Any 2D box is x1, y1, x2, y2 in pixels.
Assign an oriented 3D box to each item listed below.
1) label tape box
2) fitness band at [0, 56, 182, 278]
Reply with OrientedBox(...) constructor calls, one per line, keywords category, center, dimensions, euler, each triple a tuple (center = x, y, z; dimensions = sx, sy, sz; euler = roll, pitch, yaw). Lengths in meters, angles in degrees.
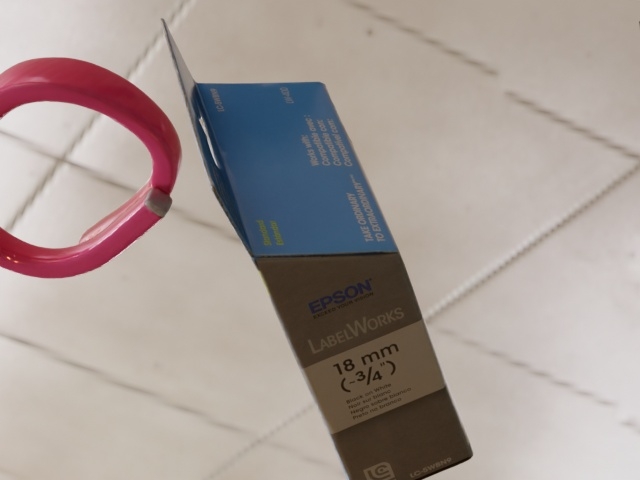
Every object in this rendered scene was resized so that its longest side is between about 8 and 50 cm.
OrientedBox(category="label tape box", center=(0.000, 0.000, 1.421), dimensions=(0.106, 0.240, 0.333), euler=(-22, 128, 1))
OrientedBox(category="fitness band", center=(-0.263, -0.065, 1.812), dimensions=(0.209, 0.054, 0.291), euler=(37, 134, -20))
